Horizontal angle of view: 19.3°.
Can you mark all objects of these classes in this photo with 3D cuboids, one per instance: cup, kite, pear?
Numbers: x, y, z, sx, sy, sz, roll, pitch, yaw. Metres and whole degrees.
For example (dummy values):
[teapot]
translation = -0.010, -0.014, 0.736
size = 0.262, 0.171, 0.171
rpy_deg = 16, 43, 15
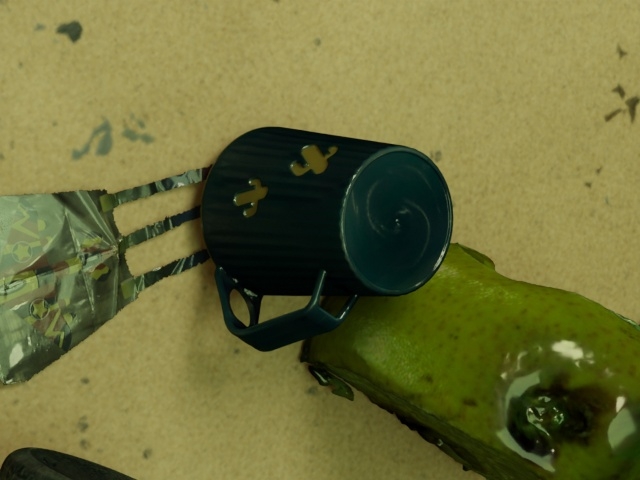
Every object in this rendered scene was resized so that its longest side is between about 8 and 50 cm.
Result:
[cup]
translation = 0.000, 0.000, 1.382
size = 0.131, 0.155, 0.176
rpy_deg = 34, 71, -35
[kite]
translation = -0.155, 0.006, 1.390
size = 0.245, 0.015, 0.141
rpy_deg = -22, 109, -26
[pear]
translation = 0.148, 0.099, 1.443
size = 0.238, 0.255, 0.164
rpy_deg = 34, 81, -24

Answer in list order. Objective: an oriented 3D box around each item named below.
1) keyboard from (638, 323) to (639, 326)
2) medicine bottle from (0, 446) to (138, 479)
[keyboard]
translation = 0.347, 0.035, 1.683
size = 0.176, 0.014, 0.055
rpy_deg = -49, 117, -15
[medicine bottle]
translation = -0.201, 0.298, 1.282
size = 0.141, 0.141, 0.293
rpy_deg = 22, 89, -31
